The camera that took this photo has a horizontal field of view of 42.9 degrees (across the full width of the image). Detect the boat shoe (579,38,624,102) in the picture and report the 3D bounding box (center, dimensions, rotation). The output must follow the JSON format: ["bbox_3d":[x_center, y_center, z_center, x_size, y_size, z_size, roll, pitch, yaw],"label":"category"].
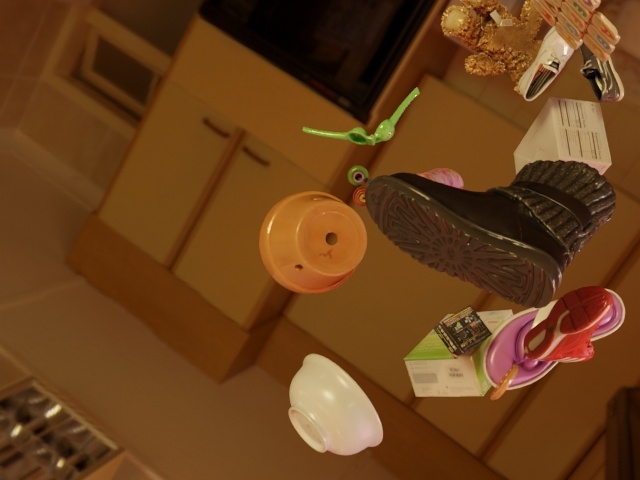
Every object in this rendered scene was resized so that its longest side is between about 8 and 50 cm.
[{"bbox_3d":[0.706,-0.444,2.098,0.075,0.065,0.206,102,150,-67],"label":"boat shoe"}]

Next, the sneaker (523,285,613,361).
[{"bbox_3d":[0.518,0.170,1.619,0.128,0.221,0.087,14,-130,-31],"label":"sneaker"}]

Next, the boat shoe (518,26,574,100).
[{"bbox_3d":[0.576,-0.442,2.026,0.083,0.226,0.076,18,-142,-11],"label":"boat shoe"}]

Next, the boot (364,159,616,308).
[{"bbox_3d":[0.272,-0.058,1.309,0.348,0.131,0.260,30,-126,16],"label":"boot"}]

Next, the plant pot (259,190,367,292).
[{"bbox_3d":[0.000,0.000,2.210,0.291,0.291,0.203,26,168,-16],"label":"plant pot"}]

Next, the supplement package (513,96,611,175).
[{"bbox_3d":[0.650,-0.224,2.218,0.145,0.262,0.204,5,-120,-8],"label":"supplement package"}]

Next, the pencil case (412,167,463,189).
[{"bbox_3d":[0.321,-0.147,2.377,0.124,0.124,0.284,37,-156,18],"label":"pencil case"}]

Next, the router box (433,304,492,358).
[{"bbox_3d":[0.347,0.222,1.988,0.122,0.038,0.092,-22,-109,-38],"label":"router box"}]

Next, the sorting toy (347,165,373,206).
[{"bbox_3d":[0.103,-0.132,1.982,0.042,0.061,0.102,-90,-16,-78],"label":"sorting toy"}]

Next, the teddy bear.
[{"bbox_3d":[0.474,-0.532,2.143,0.338,0.245,0.113,18,178,-11],"label":"teddy bear"}]

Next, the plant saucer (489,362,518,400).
[{"bbox_3d":[0.347,0.267,1.530,0.013,0.083,0.083,37,-163,10],"label":"plant saucer"}]

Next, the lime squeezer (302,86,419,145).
[{"bbox_3d":[0.114,-0.289,2.042,0.059,0.310,0.110,55,-164,-80],"label":"lime squeezer"}]

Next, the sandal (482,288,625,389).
[{"bbox_3d":[0.589,0.229,2.056,0.169,0.416,0.102,60,168,8],"label":"sandal"}]

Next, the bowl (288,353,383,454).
[{"bbox_3d":[0.011,0.452,2.117,0.134,0.298,0.298,-35,-121,-26],"label":"bowl"}]

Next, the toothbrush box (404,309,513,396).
[{"bbox_3d":[0.390,0.304,2.214,0.206,0.122,0.283,-8,-165,39],"label":"toothbrush box"}]

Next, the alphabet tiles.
[{"bbox_3d":[0.490,-0.479,1.643,0.278,0.021,0.284,51,-176,10],"label":"alphabet tiles"}]
